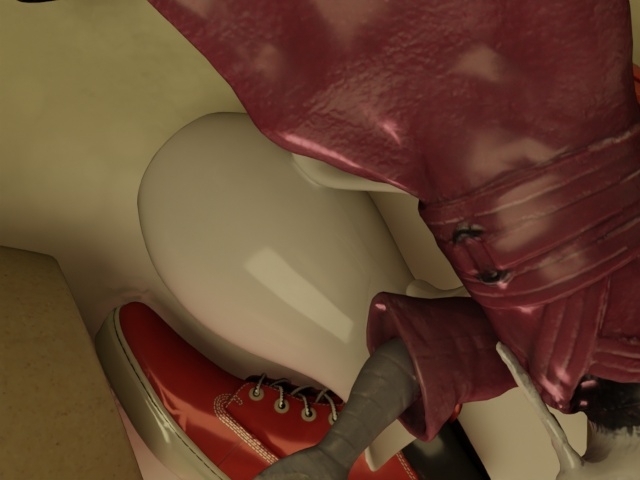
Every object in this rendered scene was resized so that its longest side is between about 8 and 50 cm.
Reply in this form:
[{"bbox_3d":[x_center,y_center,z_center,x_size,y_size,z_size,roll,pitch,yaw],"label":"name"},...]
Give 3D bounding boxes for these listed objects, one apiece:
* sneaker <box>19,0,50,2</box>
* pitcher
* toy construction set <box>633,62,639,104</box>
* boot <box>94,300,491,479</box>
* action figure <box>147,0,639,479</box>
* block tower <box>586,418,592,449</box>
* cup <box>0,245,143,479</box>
[{"bbox_3d":[-0.081,-0.247,0.607,0.270,0.090,0.145,-23,98,15],"label":"sneaker"},{"bbox_3d":[0.000,0.000,0.609,0.207,0.125,0.178,42,130,22],"label":"pitcher"},{"bbox_3d":[0.179,-0.073,0.557,0.327,0.151,0.215,35,135,10],"label":"toy construction set"},{"bbox_3d":[-0.011,0.099,0.694,0.176,0.088,0.244,-41,93,14],"label":"boot"},{"bbox_3d":[0.082,-0.027,0.464,0.248,0.276,0.370,-18,108,33],"label":"action figure"},{"bbox_3d":[0.317,0.066,0.595,0.335,0.091,0.097,-28,96,20],"label":"block tower"},{"bbox_3d":[-0.243,0.128,0.656,0.237,0.331,0.331,-20,101,-15],"label":"cup"}]
